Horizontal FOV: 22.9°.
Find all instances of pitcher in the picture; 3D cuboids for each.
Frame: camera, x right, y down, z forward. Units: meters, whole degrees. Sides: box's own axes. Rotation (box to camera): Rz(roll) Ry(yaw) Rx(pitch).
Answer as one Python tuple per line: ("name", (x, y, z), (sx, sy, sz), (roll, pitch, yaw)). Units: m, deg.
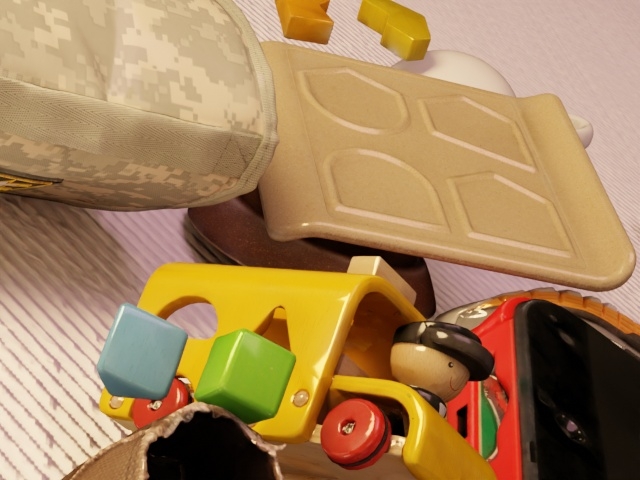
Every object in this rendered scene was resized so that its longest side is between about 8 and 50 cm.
("pitcher", (0.122, -0.085, 1.222), (0.177, 0.125, 0.207), (7, 14, 9))

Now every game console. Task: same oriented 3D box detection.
("game console", (0.207, 0.208, 0.793), (0.342, 0.060, 0.386), (36, 25, -13))

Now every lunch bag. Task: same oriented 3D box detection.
("lunch bag", (-0.182, -0.116, 0.849), (0.235, 0.169, 0.287), (13, 24, -40))

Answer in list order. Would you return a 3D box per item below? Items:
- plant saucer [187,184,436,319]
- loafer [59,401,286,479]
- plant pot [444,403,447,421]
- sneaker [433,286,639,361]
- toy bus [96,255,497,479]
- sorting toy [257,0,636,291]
("plant saucer", (0.000, 0.000, 0.990), (0.168, 0.029, 0.168), (22, 15, -6))
("loafer", (-0.021, 0.182, 0.476), (0.134, 0.130, 0.366), (14, 28, -38))
("plant pot", (0.062, 0.113, 0.871), (0.236, 0.032, 0.236), (27, 23, -13))
("sneaker", (0.166, 0.088, 0.997), (0.215, 0.084, 0.083), (17, 70, -23))
("toy bus", (0.008, 0.061, 0.684), (0.202, 0.104, 0.191), (22, -22, -7))
("sorting toy", (0.059, -0.074, 1.044), (0.229, 0.041, 0.307), (7, 35, -16))
